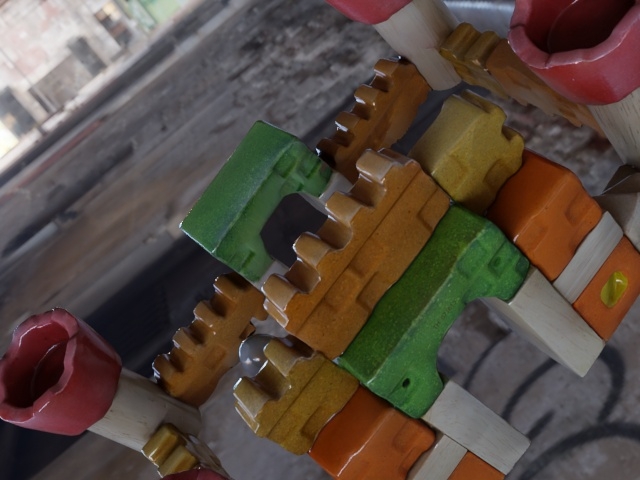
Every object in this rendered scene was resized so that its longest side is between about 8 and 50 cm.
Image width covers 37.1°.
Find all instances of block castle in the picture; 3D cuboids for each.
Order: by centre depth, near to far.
[{"bbox_3d":[0.000,0.000,0.621,0.303,0.453,0.213,34,176,46],"label":"block castle"}]
